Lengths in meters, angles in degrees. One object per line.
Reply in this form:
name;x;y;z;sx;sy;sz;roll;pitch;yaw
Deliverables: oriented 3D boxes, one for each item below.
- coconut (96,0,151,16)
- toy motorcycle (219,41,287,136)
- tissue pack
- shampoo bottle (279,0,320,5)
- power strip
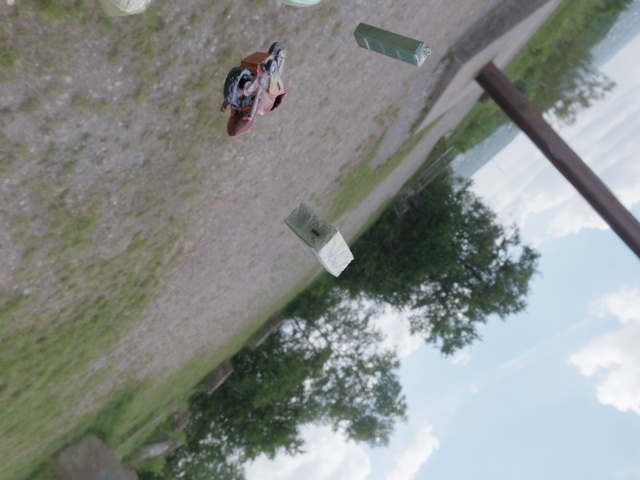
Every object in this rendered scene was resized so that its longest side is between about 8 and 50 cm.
coconut;-0.627;-0.804;1.481;0.224;0.224;0.224;-41;175;-5
toy motorcycle;-0.151;-0.376;1.157;0.298;0.089;0.171;-60;167;-49
tissue pack;0.000;0.000;1.293;0.092;0.148;0.196;-45;153;-7
shampoo bottle;-0.111;-0.630;0.908;0.350;0.151;0.221;25;99;-37
power strip;0.223;-0.628;1.512;0.052;0.272;0.078;-58;155;-2
